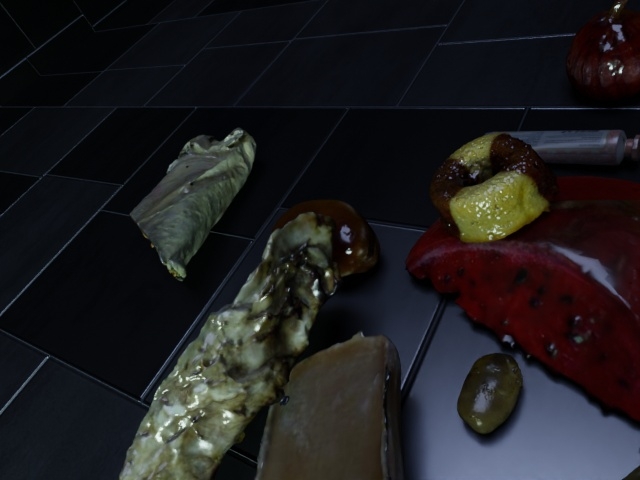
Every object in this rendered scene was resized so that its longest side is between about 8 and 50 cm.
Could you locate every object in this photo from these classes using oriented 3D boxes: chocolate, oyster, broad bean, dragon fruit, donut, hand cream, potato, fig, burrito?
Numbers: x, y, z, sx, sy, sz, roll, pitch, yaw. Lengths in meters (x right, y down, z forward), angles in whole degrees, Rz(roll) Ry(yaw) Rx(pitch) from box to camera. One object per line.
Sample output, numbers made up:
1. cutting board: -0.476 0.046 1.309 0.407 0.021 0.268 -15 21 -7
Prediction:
1. chocolate: 0.018 0.218 0.466 0.161 0.083 0.262 -24 34 31
2. oyster: -0.093 0.155 0.549 0.110 0.204 0.396 31 73 2
3. broad bean: 0.000 0.000 0.689 0.165 0.084 0.114 -2 52 33
4. dragon fruit: 0.276 0.003 0.541 0.282 0.100 0.343 -38 44 -18
5. donut: 0.182 -0.062 0.556 0.140 0.059 0.141 -31 28 19
6. hand cream: 0.309 -0.125 0.689 0.209 0.043 0.067 11 52 41
7. potato: 0.163 0.145 0.494 0.051 0.040 0.083 12 54 41
8. fig: 0.412 -0.259 0.704 0.128 0.150 0.129 -1 81 4
9. burrito: -0.221 -0.065 0.854 0.174 0.107 0.348 -17 39 34

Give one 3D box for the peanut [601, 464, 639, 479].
1. peanut: 0.207 0.215 0.312 0.291 0.159 0.143 -37 14 -11
